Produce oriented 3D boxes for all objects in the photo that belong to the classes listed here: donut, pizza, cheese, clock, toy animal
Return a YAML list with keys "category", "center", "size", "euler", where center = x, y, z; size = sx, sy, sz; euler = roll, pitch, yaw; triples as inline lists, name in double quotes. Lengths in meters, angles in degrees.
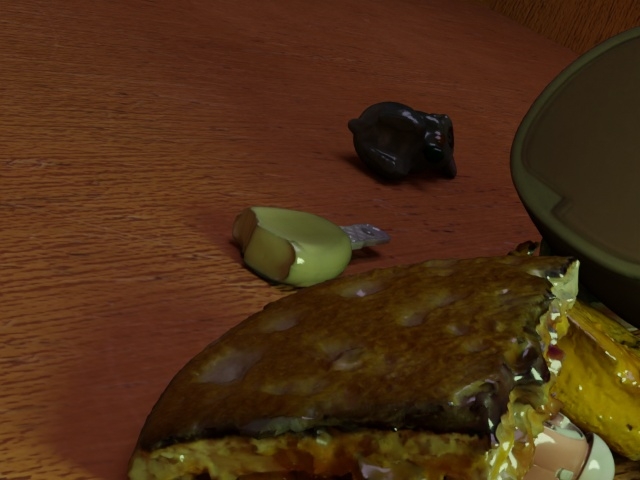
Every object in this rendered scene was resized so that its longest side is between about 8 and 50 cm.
- category: "donut"
  center: [0.257, 0.109, 1.221]
  size: [0.253, 0.118, 0.253]
  euler: [37, 5, -4]
- category: "pizza"
  center: [0.058, 0.105, 0.935]
  size: [0.409, 0.114, 0.278]
  euler: [-26, 32, -31]
- category: "cheese"
  center: [0.000, 0.000, 1.418]
  size: [0.127, 0.050, 0.255]
  euler: [30, 19, 26]
- category: "clock"
  center: [0.153, 0.172, 1.073]
  size: [0.162, 0.092, 0.166]
  euler: [15, 12, -45]
- category: "toy animal"
  center: [0.144, -0.153, 1.888]
  size: [0.138, 0.108, 0.236]
  euler: [30, 20, 24]

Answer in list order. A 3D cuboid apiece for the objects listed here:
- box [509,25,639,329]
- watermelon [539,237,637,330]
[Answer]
- category: "box"
  center: [0.361, -0.045, 1.293]
  size: [0.301, 0.301, 0.216]
  euler: [35, -12, 33]
- category: "watermelon"
  center: [0.405, 0.011, 1.487]
  size: [0.222, 0.292, 0.319]
  euler: [-32, 72, -31]
